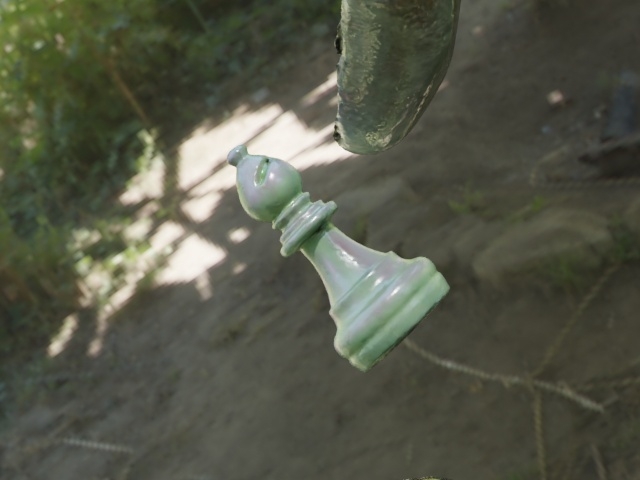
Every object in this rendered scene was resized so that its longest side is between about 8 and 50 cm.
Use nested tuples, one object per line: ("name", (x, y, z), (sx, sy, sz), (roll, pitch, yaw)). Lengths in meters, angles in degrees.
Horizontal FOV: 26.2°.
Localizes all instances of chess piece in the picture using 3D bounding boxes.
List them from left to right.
("chess piece", (0.000, 0.000, 1.461), (0.139, 0.272, 0.139), (-44, -2, -1))

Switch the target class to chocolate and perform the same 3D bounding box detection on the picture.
("chocolate", (0.090, -0.212, 1.422), (0.303, 0.100, 0.185), (95, -160, -58))

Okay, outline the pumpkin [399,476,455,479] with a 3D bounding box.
("pumpkin", (0.105, 0.379, 1.368), (0.315, 0.238, 0.315), (-1, 55, 2))
